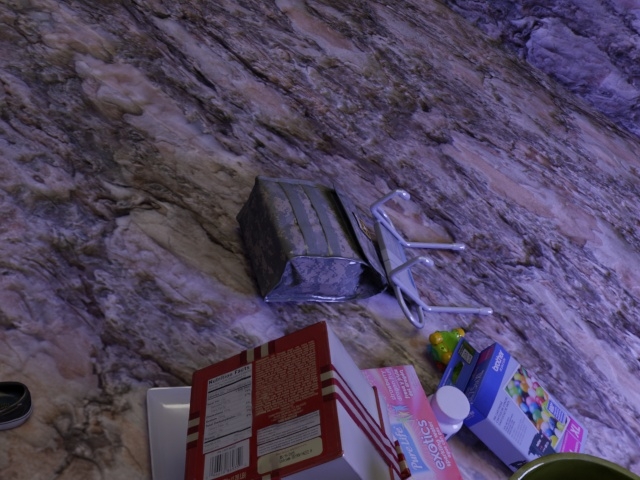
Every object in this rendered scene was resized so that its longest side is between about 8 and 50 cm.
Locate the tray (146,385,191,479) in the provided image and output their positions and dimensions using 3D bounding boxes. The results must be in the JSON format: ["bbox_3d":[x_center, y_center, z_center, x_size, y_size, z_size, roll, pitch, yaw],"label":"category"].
[{"bbox_3d":[-0.194,0.353,1.035,0.145,0.030,0.270,2,47,-23],"label":"tray"}]

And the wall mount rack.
[{"bbox_3d":[0.242,0.049,1.500,0.304,0.130,0.350,39,29,-42],"label":"wall mount rack"}]

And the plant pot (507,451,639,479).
[{"bbox_3d":[0.278,0.520,0.847,0.366,0.353,0.366,15,46,-16],"label":"plant pot"}]

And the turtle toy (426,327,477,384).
[{"bbox_3d":[0.269,0.240,1.350,0.095,0.066,0.130,-2,49,-38],"label":"turtle toy"}]

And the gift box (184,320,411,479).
[{"bbox_3d":[-0.033,0.315,0.901,0.255,0.258,0.276,-20,39,16],"label":"gift box"}]

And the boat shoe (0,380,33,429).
[{"bbox_3d":[-0.534,0.243,0.942,0.228,0.076,0.080,1,47,-26],"label":"boat shoe"}]

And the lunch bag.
[{"bbox_3d":[0.000,0.000,1.392,0.287,0.169,0.235,4,48,-32],"label":"lunch bag"}]

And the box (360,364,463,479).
[{"bbox_3d":[0.119,0.373,1.078,0.142,0.154,0.300,0,48,-26],"label":"box"}]

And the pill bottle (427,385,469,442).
[{"bbox_3d":[0.207,0.324,1.181,0.078,0.137,0.078,14,43,-13],"label":"pill bottle"}]

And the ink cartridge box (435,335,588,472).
[{"bbox_3d":[0.372,0.331,1.264,0.311,0.065,0.186,43,42,0],"label":"ink cartridge box"}]
